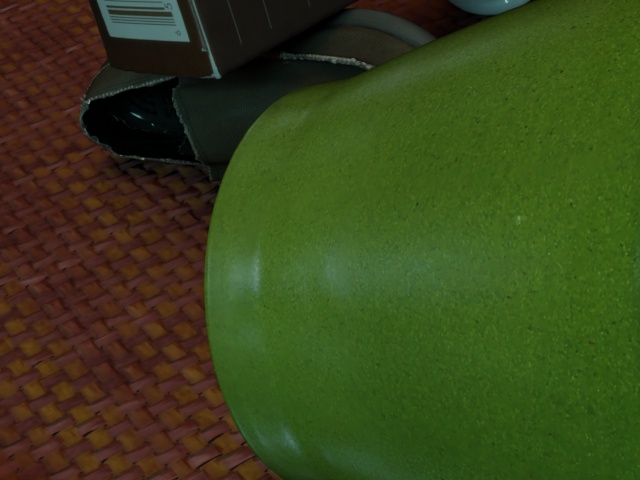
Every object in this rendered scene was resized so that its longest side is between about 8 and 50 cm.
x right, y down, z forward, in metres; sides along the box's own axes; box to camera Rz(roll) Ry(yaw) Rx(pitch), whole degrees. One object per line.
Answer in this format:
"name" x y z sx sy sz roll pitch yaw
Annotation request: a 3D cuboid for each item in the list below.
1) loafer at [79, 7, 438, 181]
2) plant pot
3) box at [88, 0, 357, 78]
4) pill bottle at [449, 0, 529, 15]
"loafer" -0.041 -0.088 1.194 0.366 0.134 0.130 6 42 41
"plant pot" 0.142 0.025 0.809 0.353 0.366 0.366 -2 34 35
"box" -0.006 -0.282 1.174 0.143 0.191 0.381 11 37 46
"pill bottle" 0.149 -0.290 1.417 0.108 0.108 0.180 -8 34 7
